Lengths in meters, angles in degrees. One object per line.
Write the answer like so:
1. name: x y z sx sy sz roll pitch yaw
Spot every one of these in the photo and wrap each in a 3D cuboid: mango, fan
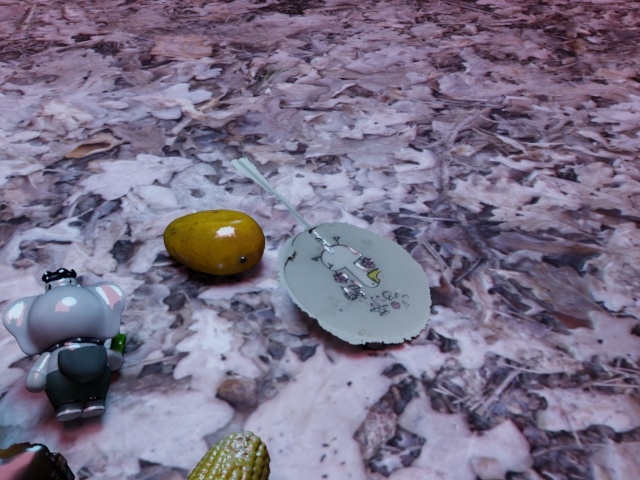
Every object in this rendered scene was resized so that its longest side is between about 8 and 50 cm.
1. mango: -0.164 0.001 1.029 0.165 0.089 0.115 4 32 8
2. fan: 0.000 0.001 1.019 0.233 0.012 0.414 -19 54 -39

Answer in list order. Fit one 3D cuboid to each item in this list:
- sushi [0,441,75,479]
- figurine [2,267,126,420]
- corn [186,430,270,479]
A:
1. sushi: -0.318 0.275 0.580 0.227 0.212 0.215 12 38 20
2. figurine: -0.307 0.122 0.839 0.147 0.126 0.192 -6 69 -25
3. corn: -0.134 0.312 0.627 0.097 0.096 0.319 13 38 17
